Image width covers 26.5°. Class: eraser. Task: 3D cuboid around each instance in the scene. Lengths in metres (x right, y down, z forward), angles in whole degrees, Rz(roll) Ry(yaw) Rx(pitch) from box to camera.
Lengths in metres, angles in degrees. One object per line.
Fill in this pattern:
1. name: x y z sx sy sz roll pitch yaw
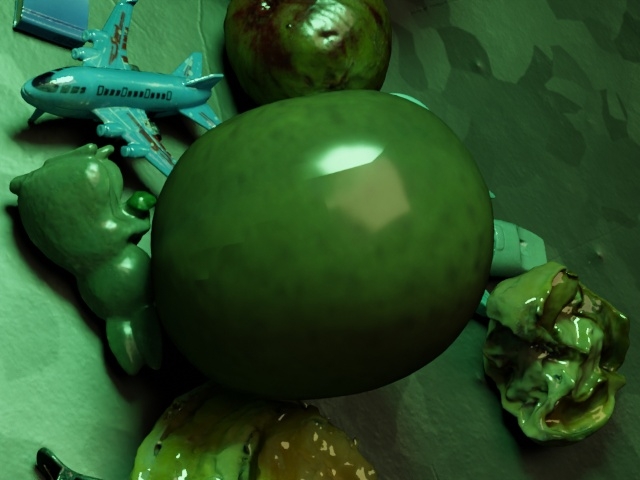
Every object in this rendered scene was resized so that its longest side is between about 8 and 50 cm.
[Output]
1. eraser: -0.320 -0.270 1.621 0.084 0.027 0.063 16 59 -29

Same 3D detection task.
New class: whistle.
1. whistle: 0.193 0.004 1.798 0.273 0.093 0.186 9 63 -35

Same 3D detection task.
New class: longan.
1. longan: 0.000 0.000 1.409 0.360 0.361 0.361 17 57 -28

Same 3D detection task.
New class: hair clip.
1. hair clip: -0.193 0.280 1.405 0.229 0.039 0.070 23 53 -25

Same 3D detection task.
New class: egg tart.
1. egg tart: -0.039 0.293 1.425 0.345 0.132 0.345 24 52 -34

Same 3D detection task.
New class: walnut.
1. walnut: 0.296 0.137 1.756 0.204 0.141 0.238 -25 111 -38

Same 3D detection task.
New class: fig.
1. fig: 0.018 -0.211 1.759 0.321 0.216 0.217 49 40 -44

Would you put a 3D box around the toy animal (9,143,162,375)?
1. toy animal: -0.234 0.024 1.482 0.125 0.127 0.251 -25 96 -53

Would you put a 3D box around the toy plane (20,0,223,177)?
1. toy plane: -0.230 -0.169 1.579 0.271 0.105 0.254 -8 70 -37

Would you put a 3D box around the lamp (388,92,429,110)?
1. lamp: 0.025 -0.070 1.648 0.284 0.147 0.209 -31 105 -1
